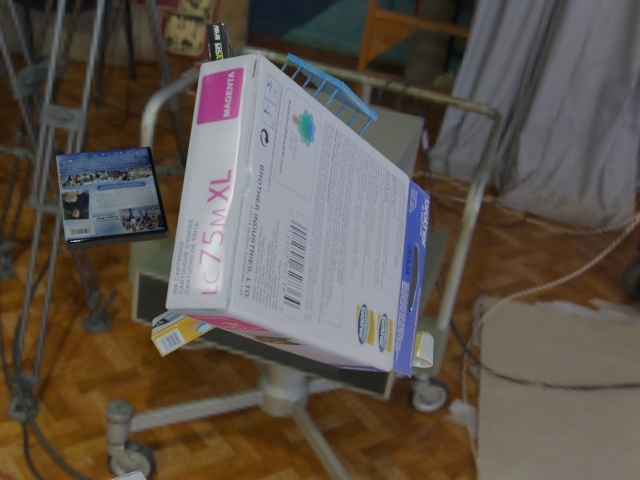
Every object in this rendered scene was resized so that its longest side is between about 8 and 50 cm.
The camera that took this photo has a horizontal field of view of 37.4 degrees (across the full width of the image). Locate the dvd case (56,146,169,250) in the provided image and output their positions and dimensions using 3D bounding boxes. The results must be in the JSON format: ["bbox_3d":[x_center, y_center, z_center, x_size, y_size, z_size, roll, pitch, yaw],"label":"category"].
[{"bbox_3d":[-0.386,-0.083,1.745,0.180,0.022,0.253,-7,44,-14],"label":"dvd case"}]

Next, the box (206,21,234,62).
[{"bbox_3d":[-0.183,-0.302,1.867,0.045,0.191,0.184,-7,72,1],"label":"box"}]

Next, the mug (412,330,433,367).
[{"bbox_3d":[0.201,0.218,1.946,0.062,0.064,0.078,-10,-34,43],"label":"mug"}]

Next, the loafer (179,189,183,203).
[{"bbox_3d":[-0.131,-0.067,1.354,0.130,0.366,0.134,12,-7,-21],"label":"loafer"}]

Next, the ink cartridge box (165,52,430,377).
[{"bbox_3d":[0.000,0.000,0.771,0.065,0.186,0.311,-3,-17,31],"label":"ink cartridge box"}]

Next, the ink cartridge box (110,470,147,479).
[{"bbox_3d":[-0.254,0.379,1.085,0.139,0.190,0.082,52,6,13],"label":"ink cartridge box"}]

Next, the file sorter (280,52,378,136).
[{"bbox_3d":[-0.007,-0.242,1.712,0.170,0.104,0.118,38,1,44],"label":"file sorter"}]

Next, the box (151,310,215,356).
[{"bbox_3d":[-0.149,0.088,1.065,0.081,0.028,0.136,-29,7,-6],"label":"box"}]
